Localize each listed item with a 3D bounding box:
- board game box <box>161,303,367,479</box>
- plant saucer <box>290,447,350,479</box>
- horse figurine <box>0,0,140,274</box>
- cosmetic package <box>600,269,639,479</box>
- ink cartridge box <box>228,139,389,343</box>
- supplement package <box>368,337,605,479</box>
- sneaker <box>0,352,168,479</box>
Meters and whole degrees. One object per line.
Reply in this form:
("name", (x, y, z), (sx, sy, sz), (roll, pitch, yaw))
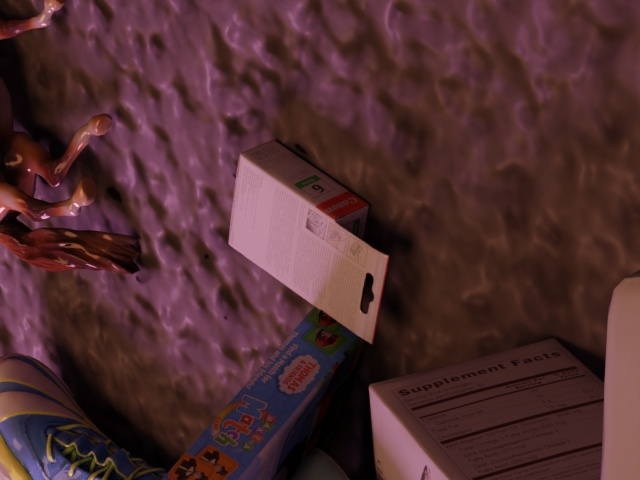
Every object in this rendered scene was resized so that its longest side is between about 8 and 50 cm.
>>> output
("board game box", (-0.052, 0.148, 0.971), (0.039, 0.211, 0.160), (30, 132, 14))
("plant saucer", (0.050, 0.259, 0.933), (0.317, 0.044, 0.317), (62, 170, 19))
("horse figurine", (-0.208, -0.086, 1.142), (0.174, 0.066, 0.263), (-18, 93, 46))
("cosmetic package", (0.298, 0.178, 0.372), (0.327, 0.394, 0.329), (0, 84, 49))
("ink cartridge box", (0.000, 0.000, 0.980), (0.115, 0.029, 0.063), (34, 132, 31))
("supplement package", (0.104, 0.135, 0.823), (0.179, 0.105, 0.105), (-134, 35, -62))
("sneaker", (-0.131, 0.164, 1.192), (0.126, 0.091, 0.240), (-34, 82, 33))
